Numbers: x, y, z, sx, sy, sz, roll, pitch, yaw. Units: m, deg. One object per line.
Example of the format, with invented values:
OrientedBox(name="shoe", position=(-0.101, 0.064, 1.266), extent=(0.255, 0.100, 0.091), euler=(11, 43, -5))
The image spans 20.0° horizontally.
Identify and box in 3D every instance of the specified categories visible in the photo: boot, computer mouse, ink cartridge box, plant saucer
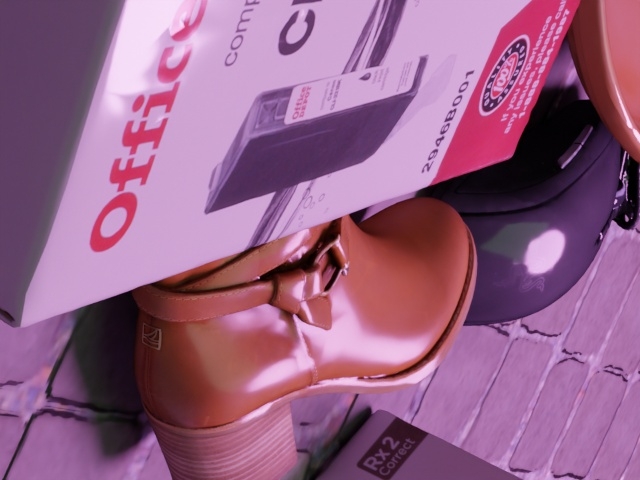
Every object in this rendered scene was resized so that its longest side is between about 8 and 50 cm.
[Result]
OrientedBox(name="boot", position=(0.000, 0.000, 0.731), extent=(0.197, 0.073, 0.152), euler=(-45, 143, -38))
OrientedBox(name="computer mouse", position=(0.143, -0.053, 0.944), extent=(0.262, 0.060, 0.184), euler=(-24, 133, -52))
OrientedBox(name="ink cartridge box", position=(-0.014, -0.109, 0.543), extent=(0.273, 0.114, 0.197), euler=(-19, 137, -53))
OrientedBox(name="plant saucer", position=(0.177, -0.131, 0.911), extent=(0.200, 0.037, 0.200), euler=(-9, 101, -49))

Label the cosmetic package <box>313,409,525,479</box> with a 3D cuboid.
OrientedBox(name="cosmetic package", position=(0.053, 0.217, 0.910), extent=(0.151, 0.151, 0.183), euler=(-48, 148, -31))
